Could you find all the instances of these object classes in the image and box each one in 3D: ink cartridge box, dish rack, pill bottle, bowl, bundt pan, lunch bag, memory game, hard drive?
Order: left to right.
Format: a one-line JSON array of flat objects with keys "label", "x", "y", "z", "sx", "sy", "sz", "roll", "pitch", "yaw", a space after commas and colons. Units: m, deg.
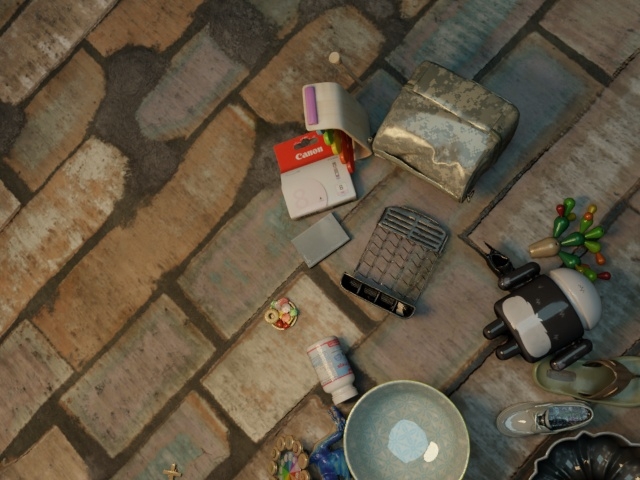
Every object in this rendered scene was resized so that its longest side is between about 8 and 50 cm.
[{"label": "memory game", "x": -0.081, "y": 0.574, "z": 1.682, "sx": 0.186, "sy": 0.012, "sz": 0.186, "roll": -21, "pitch": 63, "yaw": 51}, {"label": "ink cartridge box", "x": -0.020, "y": -0.189, "z": 1.858, "sx": 0.189, "sy": 0.066, "sz": 0.233, "roll": -19, "pitch": 81, "yaw": 7}, {"label": "hard drive", "x": 0.000, "y": 0.000, "z": 1.833, "sx": 0.135, "sy": 0.022, "sz": 0.094, "roll": -36, "pitch": 75, "yaw": 3}, {"label": "pill bottle", "x": 0.033, "y": 0.329, "z": 1.730, "sx": 0.087, "sy": 0.087, "sz": 0.160, "roll": -27, "pitch": 76, "yaw": 5}, {"label": "dish rack", "x": 0.197, "y": 0.047, "z": 1.759, "sx": 0.208, "sy": 0.074, "sz": 0.272, "roll": 26, "pitch": 85, "yaw": 14}, {"label": "bowl", "x": 0.209, "y": 0.478, "z": 1.631, "sx": 0.289, "sy": 0.156, "sz": 0.290, "roll": -2, "pitch": 78, "yaw": 11}, {"label": "lunch bag", "x": 0.305, "y": -0.265, "z": 1.723, "sx": 0.305, "sy": 0.212, "sz": 0.256, "roll": 34, "pitch": 81, "yaw": 14}, {"label": "bundt pan", "x": 0.625, "y": 0.594, "z": 1.544, "sx": 0.330, "sy": 0.124, "sz": 0.331, "roll": -2, "pitch": 78, "yaw": 11}]

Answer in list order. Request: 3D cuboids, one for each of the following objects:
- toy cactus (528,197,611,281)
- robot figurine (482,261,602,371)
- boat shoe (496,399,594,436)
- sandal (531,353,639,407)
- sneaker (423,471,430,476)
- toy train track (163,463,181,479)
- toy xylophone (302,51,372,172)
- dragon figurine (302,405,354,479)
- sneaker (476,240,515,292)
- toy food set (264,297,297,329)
[{"label": "toy cactus", "x": 0.608, "y": 0.008, "z": 1.680, "sx": 0.180, "sy": 0.112, "sz": 0.219, "roll": -17, "pitch": 85, "yaw": 18}, {"label": "robot figurine", "x": 0.525, "y": 0.181, "z": 1.621, "sx": 0.278, "sy": 0.174, "sz": 0.209, "roll": -31, "pitch": 114, "yaw": 4}, {"label": "boat shoe", "x": 0.532, "y": 0.418, "z": 1.617, "sx": 0.227, "sy": 0.081, "sz": 0.079, "roll": -11, "pitch": 77, "yaw": 9}, {"label": "sandal", "x": 0.657, "y": 0.329, "z": 1.607, "sx": 0.302, "sy": 0.086, "sz": 0.120, "roll": 0, "pitch": 80, "yaw": 11}, {"label": "sneaker", "x": 0.260, "y": 0.591, "z": 1.661, "sx": 0.135, "sy": 0.052, "sz": 0.058, "roll": -22, "pitch": 66, "yaw": -1}, {"label": "toy train track", "x": -0.392, "y": 0.629, "z": 1.797, "sx": 0.048, "sy": 0.014, "sz": 0.083, "roll": 9, "pitch": 87, "yaw": 6}, {"label": "toy xylophone", "x": 0.055, "y": -0.324, "z": 1.734, "sx": 0.081, "sy": 0.322, "sz": 0.236, "roll": -9, "pitch": 70, "yaw": 21}, {"label": "dragon figurine", "x": 0.039, "y": 0.561, "z": 1.685, "sx": 0.144, "sy": 0.085, "sz": 0.289, "roll": -19, "pitch": 77, "yaw": 7}, {"label": "sneaker", "x": 0.457, "y": 0.074, "z": 1.694, "sx": 0.051, "sy": 0.089, "sz": 0.170, "roll": -43, "pitch": 74, "yaw": 1}, {"label": "toy food set", "x": -0.103, "y": 0.196, "z": 1.817, "sx": 0.083, "sy": 0.020, "sz": 0.083, "roll": 33, "pitch": 87, "yaw": 15}]
